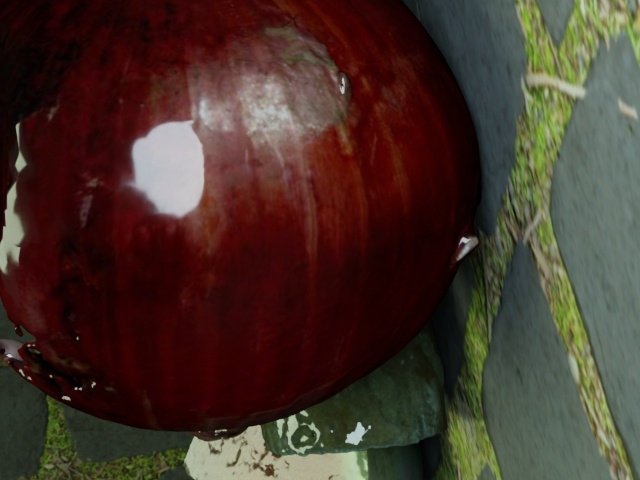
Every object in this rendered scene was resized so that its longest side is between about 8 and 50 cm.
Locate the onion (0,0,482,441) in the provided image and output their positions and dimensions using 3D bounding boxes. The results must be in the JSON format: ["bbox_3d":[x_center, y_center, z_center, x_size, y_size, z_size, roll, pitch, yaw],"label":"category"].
[{"bbox_3d":[-0.062,-0.038,1.149,0.341,0.341,0.341,168,90,-81],"label":"onion"}]

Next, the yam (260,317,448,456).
[{"bbox_3d":[0.000,0.000,1.349,0.133,0.133,0.330,103,157,-69],"label":"yam"}]

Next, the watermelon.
[{"bbox_3d":[-0.002,0.154,1.490,0.260,0.176,0.256,32,156,33],"label":"watermelon"}]
